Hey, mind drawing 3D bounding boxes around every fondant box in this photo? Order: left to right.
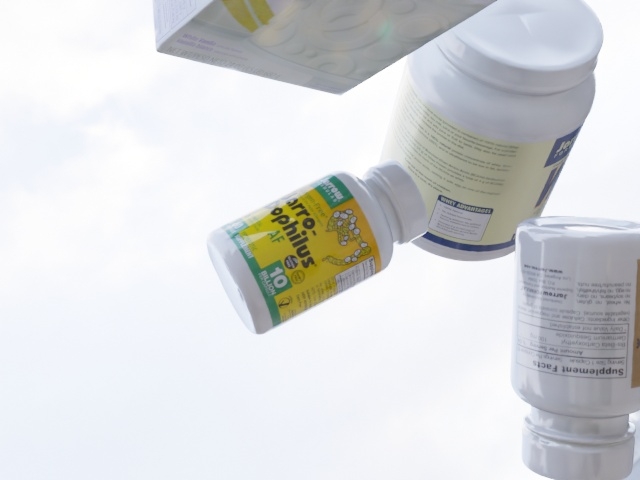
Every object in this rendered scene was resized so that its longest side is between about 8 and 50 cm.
[{"bbox_3d":[0.025,-0.257,0.931,0.238,0.096,0.330,7,-21,-38],"label":"fondant box"}]

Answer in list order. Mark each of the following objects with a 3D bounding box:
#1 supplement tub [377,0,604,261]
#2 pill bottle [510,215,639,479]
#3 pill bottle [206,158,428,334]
[{"bbox_3d":[0.209,-0.155,1.281,0.235,0.235,0.325,-21,-34,-27],"label":"supplement tub"},{"bbox_3d":[0.241,0.097,0.921,0.131,0.131,0.229,-6,-79,-38],"label":"pill bottle"},{"bbox_3d":[0.000,0.000,1.017,0.208,0.117,0.117,-26,-41,-14],"label":"pill bottle"}]
